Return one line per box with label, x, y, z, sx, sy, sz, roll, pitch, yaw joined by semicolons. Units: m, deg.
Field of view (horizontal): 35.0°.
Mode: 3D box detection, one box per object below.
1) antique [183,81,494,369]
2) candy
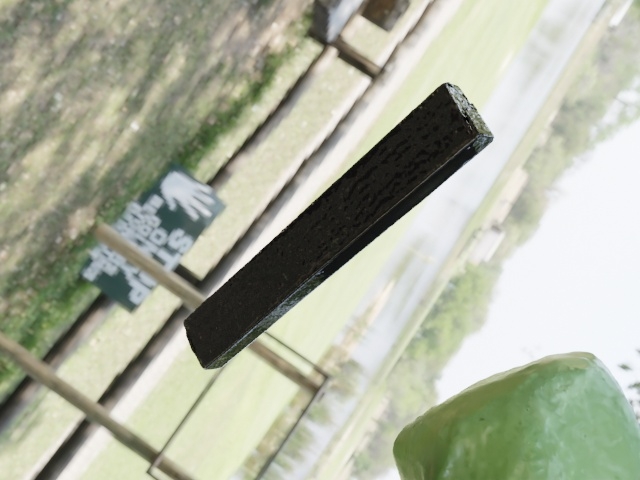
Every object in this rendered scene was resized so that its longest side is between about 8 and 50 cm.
antique;0.000;0.000;0.454;0.015;0.031;0.192;2;146;-48
candy;0.143;0.232;0.508;0.132;0.343;0.142;-20;167;3
